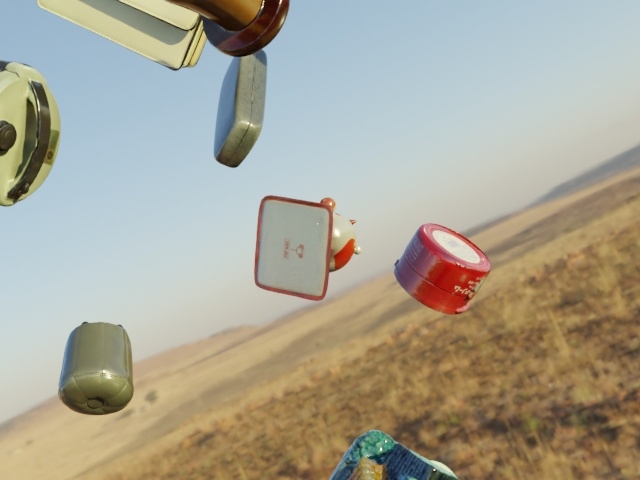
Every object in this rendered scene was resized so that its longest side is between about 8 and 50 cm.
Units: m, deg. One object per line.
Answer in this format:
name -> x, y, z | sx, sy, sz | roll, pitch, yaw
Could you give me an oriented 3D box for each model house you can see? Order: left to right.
model house -> 0.108, 0.501, 1.761 | 0.261, 0.226, 0.241 | -60, -7, -6

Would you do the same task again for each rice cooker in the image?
rice cooker -> -0.536, -0.177, 1.530 | 0.244, 0.226, 0.226 | 13, 13, 22

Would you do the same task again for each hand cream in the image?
hand cream -> 0.316, 0.070, 2.497 | 0.230, 0.230, 0.149 | -19, -40, -61

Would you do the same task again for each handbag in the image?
handbag -> -0.407, -0.549, 2.107 | 0.160, 0.358, 0.237 | -53, -12, -76

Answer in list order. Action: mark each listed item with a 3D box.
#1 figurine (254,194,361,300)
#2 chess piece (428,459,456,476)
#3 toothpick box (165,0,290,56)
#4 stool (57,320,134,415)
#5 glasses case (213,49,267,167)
figurine -> 0.000, 0.000, 1.891 | 0.160, 0.184, 0.226 | 11, 12, 27
chess piece -> 0.199, 0.666, 2.397 | 0.194, 0.195, 0.299 | -22, -9, -38
toothpick box -> -0.184, -0.463, 1.768 | 0.192, 0.192, 0.294 | -25, -26, 22
stool -> -0.288, 0.165, 1.249 | 0.096, 0.110, 0.096 | -4, -39, -3
glasses case -> -0.175, -0.302, 2.124 | 0.074, 0.323, 0.131 | 20, -50, -19
